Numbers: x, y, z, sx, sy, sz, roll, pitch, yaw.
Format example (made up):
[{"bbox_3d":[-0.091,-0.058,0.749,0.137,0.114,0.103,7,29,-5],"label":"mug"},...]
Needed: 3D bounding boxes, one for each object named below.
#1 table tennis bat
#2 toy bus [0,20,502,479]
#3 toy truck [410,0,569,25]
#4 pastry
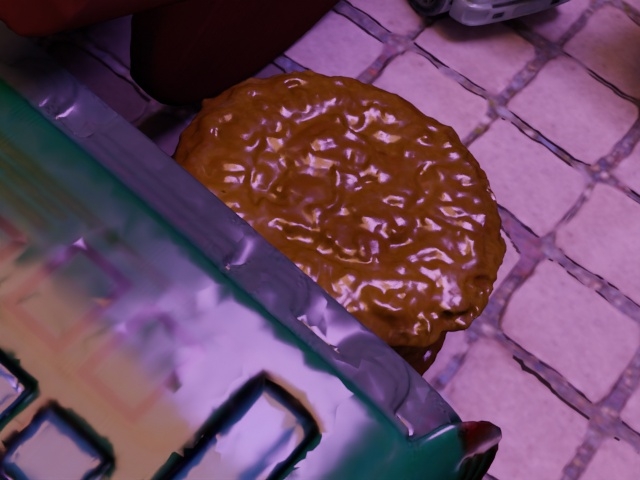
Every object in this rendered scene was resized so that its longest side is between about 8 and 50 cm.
[{"bbox_3d":[-0.024,-0.165,0.567,0.051,0.268,0.414,43,31,5],"label":"table tennis bat"},{"bbox_3d":[-0.123,0.063,0.455,0.343,0.184,0.199,39,54,9],"label":"toy bus"},{"bbox_3d":[0.102,-0.305,0.784,0.132,0.184,0.338,-19,63,-25],"label":"toy truck"},{"bbox_3d":[0.000,0.000,0.592,0.188,0.103,0.189,7,55,-10],"label":"pastry"}]
